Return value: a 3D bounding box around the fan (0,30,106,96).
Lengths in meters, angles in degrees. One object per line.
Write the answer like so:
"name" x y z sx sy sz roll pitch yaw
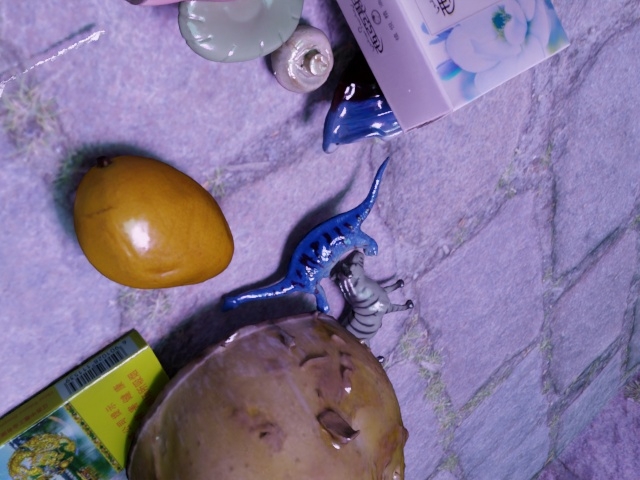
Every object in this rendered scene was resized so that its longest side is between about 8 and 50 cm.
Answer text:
"fan" -0.339 -0.130 0.634 0.310 0.010 0.182 -32 136 -19

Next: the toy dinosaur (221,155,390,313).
"toy dinosaur" 0.005 0.021 1.025 0.329 0.076 0.144 -40 140 1

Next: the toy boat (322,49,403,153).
"toy boat" 0.122 -0.208 0.927 0.309 0.129 0.142 -35 143 -20

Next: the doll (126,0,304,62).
"doll" -0.095 -0.291 0.597 0.268 0.216 0.284 -23 129 -39

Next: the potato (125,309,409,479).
"potato" -0.019 0.343 1.001 0.385 0.319 0.442 -54 150 16

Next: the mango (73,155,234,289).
"mango" -0.188 -0.009 0.793 0.227 0.109 0.147 35 67 -50

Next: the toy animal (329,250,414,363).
"toy animal" 0.073 0.125 1.167 0.176 0.073 0.217 1 122 -37

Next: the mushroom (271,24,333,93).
"mushroom" -0.020 -0.221 0.829 0.083 0.067 0.084 -17 124 -27

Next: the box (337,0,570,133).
"box" 0.135 -0.296 0.786 0.203 0.116 0.274 -31 98 -23

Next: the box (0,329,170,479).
"box" -0.346 0.279 0.895 0.335 0.047 0.187 -34 137 -20
